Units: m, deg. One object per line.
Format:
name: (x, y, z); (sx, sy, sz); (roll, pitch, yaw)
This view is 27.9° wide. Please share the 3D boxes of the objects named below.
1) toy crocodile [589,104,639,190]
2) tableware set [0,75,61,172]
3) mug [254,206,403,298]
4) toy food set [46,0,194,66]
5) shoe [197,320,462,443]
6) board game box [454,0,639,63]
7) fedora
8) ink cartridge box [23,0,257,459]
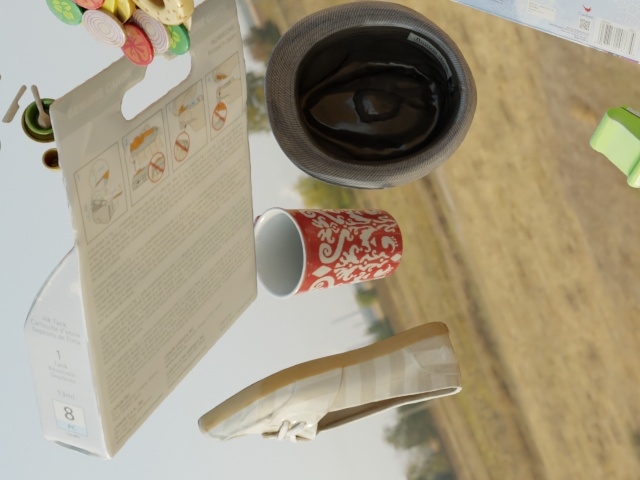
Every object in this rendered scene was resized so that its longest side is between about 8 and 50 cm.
toy crocodile: (0.474, -0.046, 1.533); (0.341, 0.105, 0.115); (35, 145, 6)
tableware set: (-0.316, -0.113, 1.268); (0.154, 0.104, 0.024); (26, 165, 3)
mug: (0.005, -0.005, 1.646); (0.150, 0.169, 0.113); (60, 136, 29)
toy food set: (-0.099, -0.121, 0.635); (0.083, 0.020, 0.082); (29, 149, 4)
shoe: (0.010, 0.126, 1.034); (0.076, 0.219, 0.058); (100, 151, -73)
board game box: (0.252, -0.388, 1.415); (0.319, 0.066, 0.318); (24, 134, 24)
fedora: (0.060, -0.182, 1.684); (0.124, 0.276, 0.243); (141, 117, -82)
ink cartridge box: (-0.179, -0.026, 1.272); (0.308, 0.091, 0.384); (-47, -37, -48)
